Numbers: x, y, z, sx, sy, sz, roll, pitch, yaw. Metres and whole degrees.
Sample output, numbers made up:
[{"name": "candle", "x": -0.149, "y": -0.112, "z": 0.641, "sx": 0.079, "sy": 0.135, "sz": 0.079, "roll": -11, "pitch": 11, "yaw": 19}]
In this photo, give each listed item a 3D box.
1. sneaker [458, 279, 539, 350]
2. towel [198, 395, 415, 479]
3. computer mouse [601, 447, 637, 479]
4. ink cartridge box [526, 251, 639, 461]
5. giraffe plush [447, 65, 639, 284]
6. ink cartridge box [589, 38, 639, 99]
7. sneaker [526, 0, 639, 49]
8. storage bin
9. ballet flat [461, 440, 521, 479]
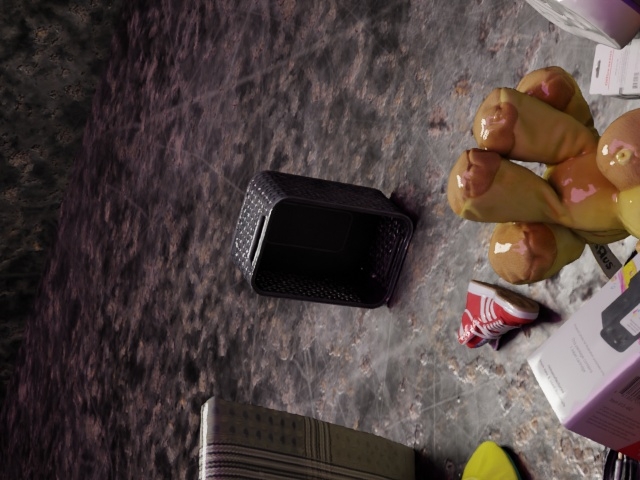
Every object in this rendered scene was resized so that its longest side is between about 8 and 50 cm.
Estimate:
[{"name": "sneaker", "x": 0.171, "y": 0.081, "z": 1.196, "sx": 0.118, "sy": 0.042, "sz": 0.067, "roll": -151, "pitch": 75, "yaw": -71}, {"name": "towel", "x": -0.003, "y": 0.327, "z": 1.190, "sx": 0.056, "sy": 0.324, "sz": 0.312, "roll": -23, "pitch": 59, "yaw": 35}, {"name": "computer mouse", "x": 0.239, "y": 0.281, "z": 1.017, "sx": 0.071, "sy": 0.041, "sz": 0.242, "roll": 176, "pitch": 106, "yaw": -83}, {"name": "ink cartridge box", "x": 0.258, "y": 0.071, "z": 0.875, "sx": 0.175, "sy": 0.127, "sz": 0.072, "roll": -47, "pitch": 38, "yaw": 21}, {"name": "giraffe plush", "x": 0.232, "y": -0.041, "z": 0.959, "sx": 0.170, "sy": 0.210, "sz": 0.181, "roll": -2, "pitch": 56, "yaw": 59}, {"name": "ink cartridge box", "x": 0.273, "y": -0.148, "z": 1.070, "sx": 0.083, "sy": 0.028, "sz": 0.048, "roll": 11, "pitch": 92, "yaw": 64}, {"name": "sneaker", "x": 0.258, "y": -0.305, "z": 1.077, "sx": 0.236, "sy": 0.130, "sz": 0.323, "roll": -56, "pitch": 19, "yaw": 11}, {"name": "storage bin", "x": 0.000, "y": 0.000, "z": 1.414, "sx": 0.084, "sy": 0.180, "sz": 0.122, "roll": 50, "pitch": 127, "yaw": 58}, {"name": "ballet flat", "x": 0.156, "y": 0.287, "z": 1.128, "sx": 0.077, "sy": 0.077, "sz": 0.231, "roll": -54, "pitch": 37, "yaw": 45}]
